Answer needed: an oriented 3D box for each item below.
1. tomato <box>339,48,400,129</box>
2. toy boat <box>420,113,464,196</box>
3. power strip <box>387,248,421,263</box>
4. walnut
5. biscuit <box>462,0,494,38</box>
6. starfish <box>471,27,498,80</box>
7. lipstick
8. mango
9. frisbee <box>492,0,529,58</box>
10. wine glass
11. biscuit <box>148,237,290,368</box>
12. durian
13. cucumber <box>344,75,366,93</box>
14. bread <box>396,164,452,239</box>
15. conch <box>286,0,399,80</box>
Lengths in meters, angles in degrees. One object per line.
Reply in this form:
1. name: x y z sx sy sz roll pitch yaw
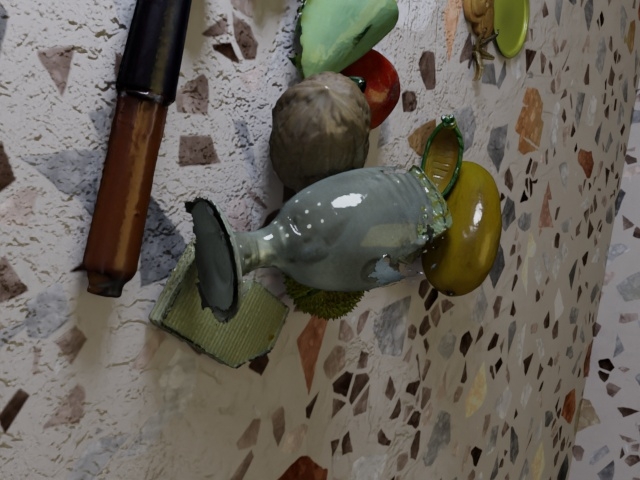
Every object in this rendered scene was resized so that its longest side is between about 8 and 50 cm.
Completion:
1. tomato: 0.096 -0.281 1.203 0.139 0.091 0.159 -59 135 -26
2. toy boat: 0.266 -0.170 1.441 0.088 0.089 0.229 -28 131 -62
3. power strip: 0.132 -0.013 1.341 0.286 0.048 0.080 26 80 -51
4. walnut: 0.001 -0.172 1.024 0.178 0.178 0.230 -61 172 -23
5. biscuit: 0.374 -0.594 1.538 0.144 0.040 0.236 -49 131 -26
6. starfish: 0.391 -0.469 1.571 0.133 0.041 0.130 -60 150 -21
7. lipstick: -0.235 -0.135 0.827 0.077 0.077 0.418 12 90 -52
8. mango: 0.326 -0.031 1.469 0.142 0.195 0.331 21 78 -28
9. frisbee: 0.498 -0.600 1.703 0.236 0.017 0.235 -15 110 -50
10. wine glass: -0.004 -0.004 0.935 0.357 0.190 0.190 -9 106 -28
11. biscuit: -0.148 0.111 1.014 0.250 0.046 0.147 44 63 -46
12. durian: 0.010 0.040 1.129 0.159 0.146 0.198 33 66 -33
13. cucumber: 0.038 -0.261 1.128 0.048 0.105 0.048 7 82 -52
14. bread: 0.220 -0.077 1.375 0.110 0.103 0.156 -8 73 -62
15. conch: 0.026 -0.372 1.093 0.251 0.137 0.143 -38 155 -18
